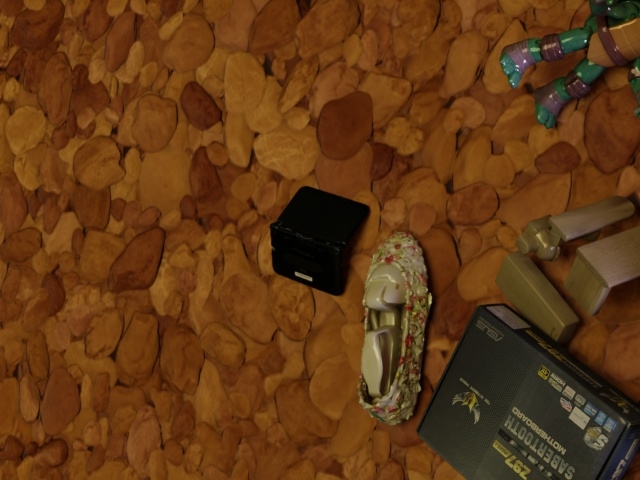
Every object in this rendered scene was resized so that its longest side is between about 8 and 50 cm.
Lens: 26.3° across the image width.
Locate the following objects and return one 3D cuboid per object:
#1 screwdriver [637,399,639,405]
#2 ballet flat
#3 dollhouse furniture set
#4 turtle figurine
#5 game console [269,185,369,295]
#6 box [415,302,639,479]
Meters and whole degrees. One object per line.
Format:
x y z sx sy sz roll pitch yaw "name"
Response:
0.378 0.140 1.479 0.024 0.025 0.170 32 92 37 "screwdriver"
0.085 0.103 1.665 0.091 0.077 0.241 -8 75 37 "ballet flat"
0.304 0.031 1.546 0.144 0.123 0.151 54 148 31 "dollhouse furniture set"
0.328 -0.215 1.527 0.234 0.118 0.175 -22 109 34 "turtle figurine"
0.000 0.000 1.792 0.122 0.071 0.107 19 122 39 "game console"
0.232 0.207 1.526 0.232 0.059 0.183 40 118 36 "box"
